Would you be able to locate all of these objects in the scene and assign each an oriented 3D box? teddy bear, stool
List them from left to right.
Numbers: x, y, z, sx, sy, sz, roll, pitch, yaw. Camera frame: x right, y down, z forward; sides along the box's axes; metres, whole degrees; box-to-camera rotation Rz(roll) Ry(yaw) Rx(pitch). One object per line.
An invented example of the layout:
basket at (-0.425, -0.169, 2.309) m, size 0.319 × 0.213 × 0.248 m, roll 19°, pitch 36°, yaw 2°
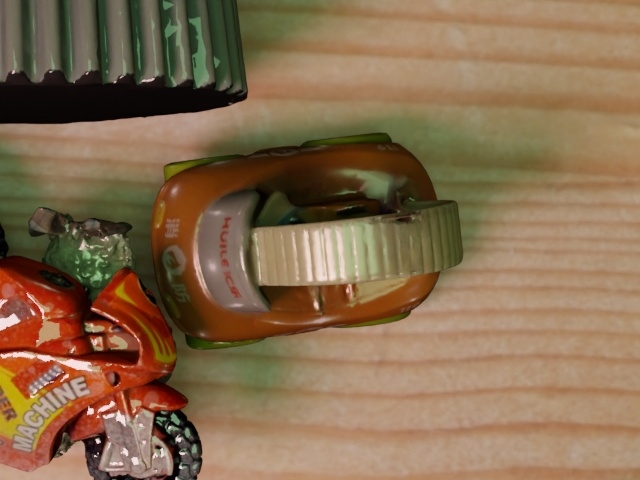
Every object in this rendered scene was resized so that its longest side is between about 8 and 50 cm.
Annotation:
stool at (-0.200, -0.256, 1.193) m, size 0.297 × 0.297 × 0.330 m, roll -1°, pitch 88°, yaw -5°
teddy bear at (-0.157, 0.065, 1.290) m, size 0.133 × 0.111 × 0.213 m, roll 15°, pitch 114°, yaw 31°

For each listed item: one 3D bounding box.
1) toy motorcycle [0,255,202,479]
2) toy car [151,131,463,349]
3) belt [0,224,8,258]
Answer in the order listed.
toy motorcycle at (-0.211, 0.076, 1.187) m, size 0.298 × 0.089 × 0.171 m, roll 20°, pitch 110°, yaw -1°
toy car at (0.000, 0.000, 1.238) m, size 0.235 × 0.235 × 0.145 m, roll -8°, pitch 93°, yaw -5°
belt at (-0.389, 0.058, 1.270) m, size 0.260 × 0.122 × 0.325 m, roll 37°, pitch 91°, yaw -13°
